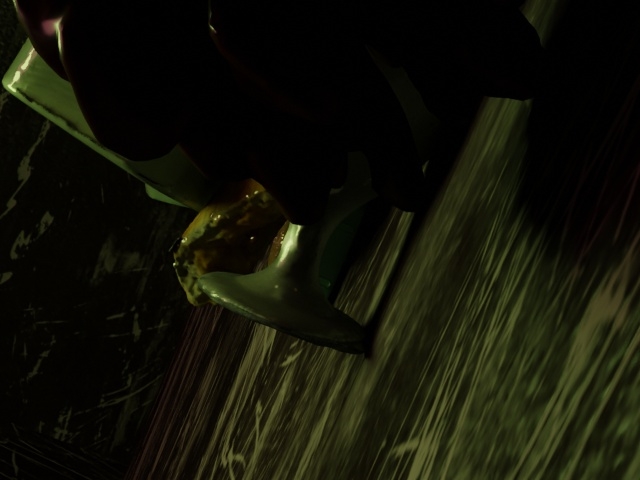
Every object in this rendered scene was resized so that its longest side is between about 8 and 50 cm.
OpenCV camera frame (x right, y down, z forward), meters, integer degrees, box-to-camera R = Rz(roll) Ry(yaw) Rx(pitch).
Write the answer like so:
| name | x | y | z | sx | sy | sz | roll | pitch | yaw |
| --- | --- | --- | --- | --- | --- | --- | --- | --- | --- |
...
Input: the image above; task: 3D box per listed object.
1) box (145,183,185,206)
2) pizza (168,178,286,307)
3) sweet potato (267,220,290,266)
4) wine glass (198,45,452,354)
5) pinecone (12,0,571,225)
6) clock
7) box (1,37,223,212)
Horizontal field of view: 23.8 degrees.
| name | x | y | z | sx | sy | sz | roll | pitch | yaw |
| --- | --- | --- | --- | --- | --- | --- | --- | --- | --- |
| box | -0.081 | -0.167 | 1.716 | 0.166 | 0.220 | 0.290 | 99 | -177 | -46 |
| pizza | 0.004 | -0.099 | 1.146 | 0.365 | 0.074 | 0.182 | -56 | 8 | 1 |
| sweet potato | -0.017 | -0.043 | 1.538 | 0.050 | 0.050 | 0.214 | -80 | 8 | -60 |
| wine glass | 0.013 | -0.061 | 0.950 | 0.126 | 0.126 | 0.241 | -112 | 42 | -81 |
| pinecone | -0.018 | -0.221 | 0.633 | 0.398 | 0.398 | 0.398 | -159 | 90 | -84 |
| clock | 0.000 | 0.000 | 1.237 | 0.135 | 0.041 | 0.101 | -111 | 44 | -82 |
| box | -0.064 | -0.203 | 1.232 | 0.344 | 0.177 | 0.352 | -57 | -7 | -1 |
